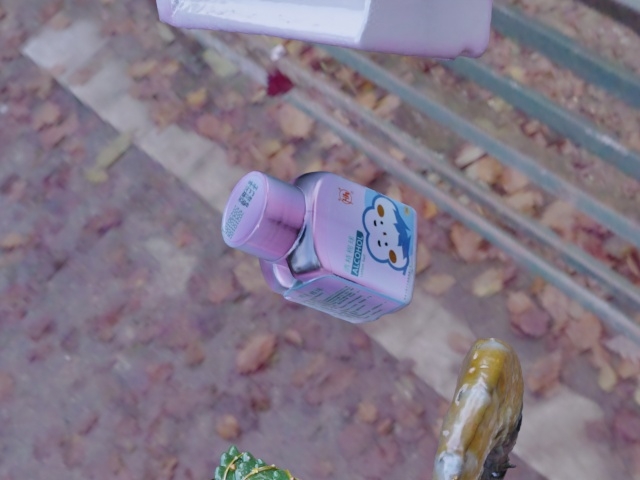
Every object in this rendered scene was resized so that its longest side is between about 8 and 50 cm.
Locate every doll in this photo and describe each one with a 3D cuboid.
[{"bbox_3d":[-0.043,0.213,1.197,0.113,0.078,0.076,-8,77,10],"label":"doll"}]

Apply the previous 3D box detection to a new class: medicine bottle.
[{"bbox_3d":[0.000,0.000,1.376,0.094,0.188,0.119,-25,51,48],"label":"medicine bottle"}]

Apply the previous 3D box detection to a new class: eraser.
[{"bbox_3d":[-0.003,-0.306,1.756,0.359,0.272,0.122,13,103,37],"label":"eraser"}]

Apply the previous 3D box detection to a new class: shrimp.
[{"bbox_3d":[0.164,0.264,1.534,0.085,0.445,0.272,16,74,12],"label":"shrimp"}]
